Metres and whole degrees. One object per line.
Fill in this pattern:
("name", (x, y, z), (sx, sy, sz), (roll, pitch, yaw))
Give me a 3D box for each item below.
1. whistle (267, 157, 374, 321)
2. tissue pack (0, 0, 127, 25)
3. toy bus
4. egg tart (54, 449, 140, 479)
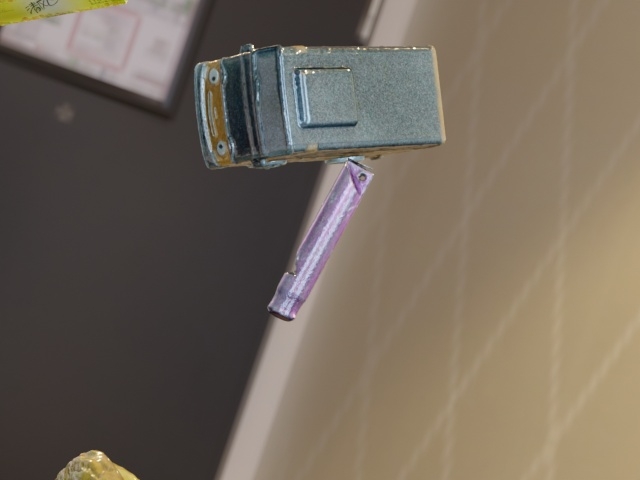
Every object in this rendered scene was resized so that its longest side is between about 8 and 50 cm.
("whistle", (0.000, 0.000, 1.863), (0.033, 0.176, 0.033), (29, -6, 3))
("tissue pack", (-0.296, -0.296, 2.010), (0.176, 0.095, 0.062), (-7, -27, 19))
("toy bus", (0.003, -0.157, 2.172), (0.275, 0.138, 0.167), (-5, -1, -41))
("egg tart", (-0.236, 0.420, 2.361), (0.153, 0.339, 0.351), (-8, -28, -24))
